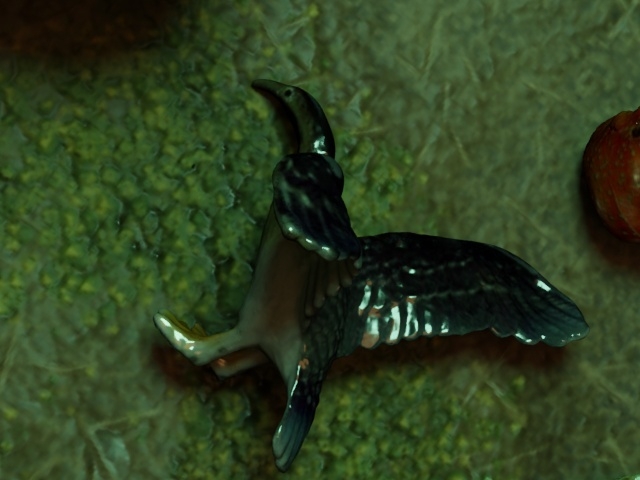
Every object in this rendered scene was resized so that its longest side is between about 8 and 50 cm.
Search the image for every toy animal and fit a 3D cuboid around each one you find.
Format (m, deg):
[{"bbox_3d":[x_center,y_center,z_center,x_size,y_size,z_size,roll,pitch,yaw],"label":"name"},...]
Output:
[{"bbox_3d":[-0.014,0.006,0.916,0.160,0.272,0.197,-45,62,7],"label":"toy animal"}]

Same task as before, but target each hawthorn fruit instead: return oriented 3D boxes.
[{"bbox_3d":[0.190,-0.033,0.985,0.093,0.093,0.093,0,90,-14],"label":"hawthorn fruit"}]

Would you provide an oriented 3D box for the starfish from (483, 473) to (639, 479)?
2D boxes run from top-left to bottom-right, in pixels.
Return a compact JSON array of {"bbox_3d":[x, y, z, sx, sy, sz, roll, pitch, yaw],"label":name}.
[{"bbox_3d":[0.289,0.194,1.019,0.347,0.078,0.358,-42,100,-13],"label":"starfish"}]
